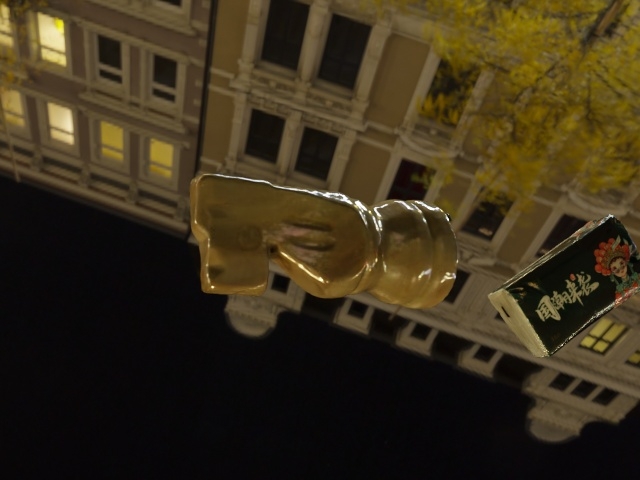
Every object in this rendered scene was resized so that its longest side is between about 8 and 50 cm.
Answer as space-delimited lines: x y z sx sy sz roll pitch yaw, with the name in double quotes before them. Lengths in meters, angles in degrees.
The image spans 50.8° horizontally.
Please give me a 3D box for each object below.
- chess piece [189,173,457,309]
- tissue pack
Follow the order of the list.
"chess piece" 0.000 0.000 0.738 0.301 0.137 0.137 8 -135 -29
"tissue pack" 0.306 0.057 0.828 0.170 0.090 0.103 -34 -91 -6
